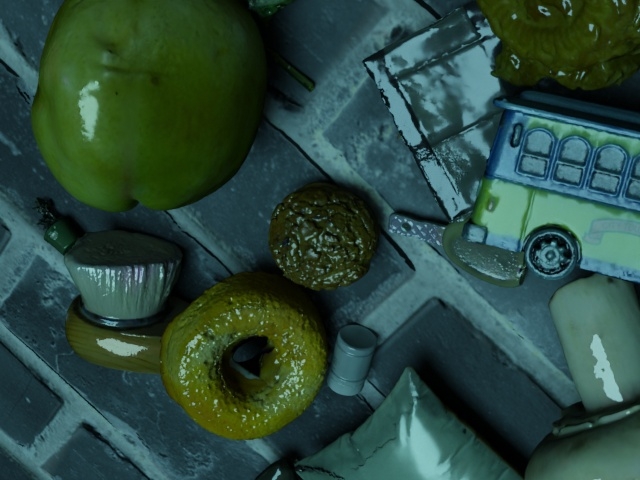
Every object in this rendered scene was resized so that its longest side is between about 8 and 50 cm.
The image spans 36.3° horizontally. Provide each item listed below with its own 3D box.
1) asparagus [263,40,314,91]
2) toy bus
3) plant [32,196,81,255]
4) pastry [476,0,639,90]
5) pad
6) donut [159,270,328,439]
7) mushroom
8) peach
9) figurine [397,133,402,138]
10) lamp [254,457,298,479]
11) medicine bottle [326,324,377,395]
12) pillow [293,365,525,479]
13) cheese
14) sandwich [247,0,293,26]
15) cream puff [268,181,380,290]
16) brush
[{"bbox_3d":[-0.053,-0.235,1.273,0.114,0.014,0.015,40,148,2],"label":"asparagus"},{"bbox_3d":[0.326,-0.044,1.056,0.312,0.152,0.190,15,104,14],"label":"toy bus"},{"bbox_3d":[-0.429,-0.024,1.565,0.102,0.051,0.051,47,128,11],"label":"plant"},{"bbox_3d":[0.269,-0.278,0.986,0.240,0.132,0.235,19,132,54],"label":"pastry"},{"bbox_3d":[0.178,-0.153,1.163,0.174,0.022,0.233,-26,101,16],"label":"pad"},{"bbox_3d":[-0.104,0.170,1.405,0.254,0.118,0.253,-3,110,-9],"label":"donut"},{"bbox_3d":[0.370,0.206,1.164,0.314,0.314,0.336,-28,75,36],"label":"mushroom"},{"bbox_3d":[-0.208,-0.189,1.212,0.282,0.314,0.315,7,96,-13],"label":"peach"},{"bbox_3d":[0.139,-0.140,1.213,0.083,0.047,0.050,-35,112,29],"label":"figurine"},{"bbox_3d":[-0.088,0.452,1.616,0.101,0.101,0.250,29,123,11],"label":"lamp"},{"bbox_3d":[0.045,0.174,1.419,0.058,0.058,0.091,23,124,15],"label":"medicine bottle"},{"bbox_3d":[0.151,0.365,1.430,0.310,0.119,0.312,46,127,3],"label":"pillow"},{"bbox_3d":[0.179,-0.001,1.267,0.192,0.037,0.097,15,121,20],"label":"cheese"},{"bbox_3d":[-0.068,-0.394,1.091,0.109,0.212,0.292,-6,100,14],"label":"sandwich"},{"bbox_3d":[0.000,0.000,1.311,0.150,0.115,0.165,50,128,0],"label":"cream puff"},{"bbox_3d":[-0.255,0.097,1.475,0.267,0.174,0.166,15,113,10],"label":"brush"}]
